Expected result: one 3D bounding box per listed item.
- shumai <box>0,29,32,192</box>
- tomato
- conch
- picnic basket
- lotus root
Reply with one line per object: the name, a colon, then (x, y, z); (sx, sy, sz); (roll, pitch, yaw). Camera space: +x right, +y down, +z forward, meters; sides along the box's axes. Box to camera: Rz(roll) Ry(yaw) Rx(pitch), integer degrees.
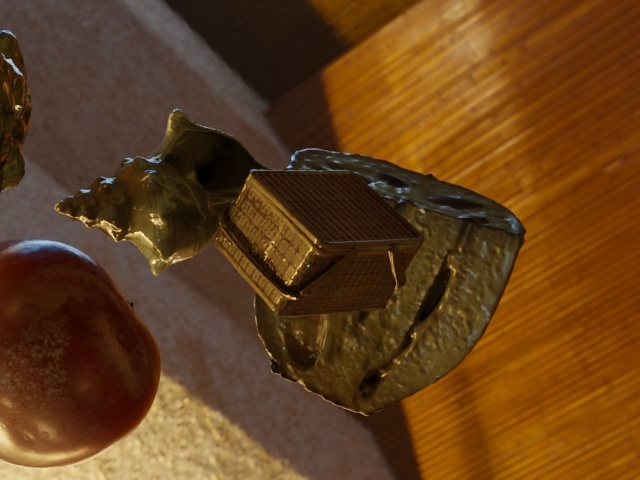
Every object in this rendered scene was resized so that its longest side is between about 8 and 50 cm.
shumai: (-0.280, -0.066, 0.817); (0.218, 0.256, 0.189); (-19, -78, -63)
tomato: (-0.314, 0.133, 1.394); (0.270, 0.270, 0.227); (50, -117, -17)
conch: (-0.139, -0.049, 1.182); (0.234, 0.114, 0.137); (-28, -81, -41)
picnic basket: (0.000, 0.000, 1.105); (0.164, 0.079, 0.115); (-3, -140, -50)
lotus root: (0.064, 0.054, 1.408); (0.267, 0.260, 0.149); (16, -159, 1)
